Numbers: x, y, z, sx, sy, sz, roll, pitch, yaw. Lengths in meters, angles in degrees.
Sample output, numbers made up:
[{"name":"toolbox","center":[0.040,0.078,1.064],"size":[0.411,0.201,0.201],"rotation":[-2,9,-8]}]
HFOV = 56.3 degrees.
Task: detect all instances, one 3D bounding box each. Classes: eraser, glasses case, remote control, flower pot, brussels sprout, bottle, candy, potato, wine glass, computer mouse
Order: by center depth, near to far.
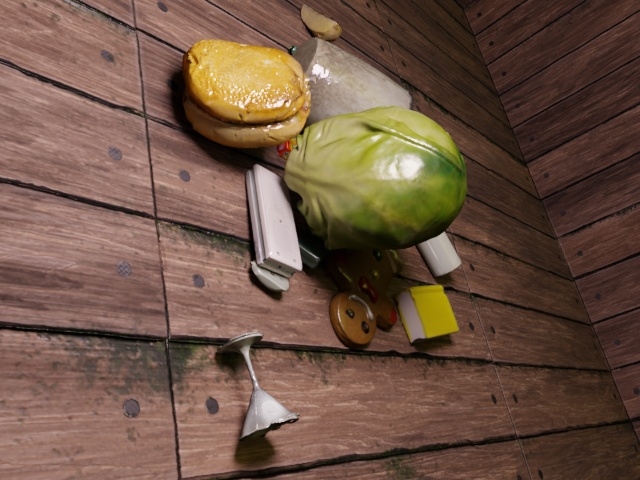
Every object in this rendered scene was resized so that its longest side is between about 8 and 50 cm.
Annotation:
[{"name":"wine glass","center":[-0.125,0.273,1.130],"size":[0.122,0.122,0.183],"rotation":[5,56,-52]},{"name":"computer mouse","center":[-0.120,0.082,1.340],"size":[0.110,0.032,0.056],"rotation":[36,24,-26]},{"name":"remote control","center":[-0.114,-0.048,1.409],"size":[0.103,0.055,0.277],"rotation":[26,41,-41]},{"name":"brussels sprout","center":[0.167,-0.145,1.442],"size":[0.425,0.361,0.343],"rotation":[-21,111,-35]},{"name":"glasses case","center":[0.000,0.000,1.523],"size":[0.077,0.039,0.184],"rotation":[34,36,9]},{"name":"candy","center":[-0.066,-0.246,1.654],"size":[0.122,0.038,0.062],"rotation":[24,48,-42]},{"name":"flower pot","center":[0.054,-0.397,1.711],"size":[0.330,0.293,0.294],"rotation":[31,43,-30]},{"name":"eraser","center":[0.319,0.216,1.788],"size":[0.226,0.069,0.158],"rotation":[3,63,-52]},{"name":"bottle","center":[0.367,-0.006,1.990],"size":[0.245,0.104,0.104],"rotation":[61,33,0]},{"name":"potato","center":[-0.006,-0.738,2.089],"size":[0.172,0.089,0.100],"rotation":[38,3,23]}]

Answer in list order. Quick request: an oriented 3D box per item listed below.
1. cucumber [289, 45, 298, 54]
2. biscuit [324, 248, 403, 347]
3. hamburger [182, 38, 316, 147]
[{"name":"cucumber","center":[-0.049,-0.579,1.930],"size":[0.168,0.039,0.039],"rotation":[37,40,-36]},{"name":"biscuit","center":[0.127,0.111,1.618],"size":[0.283,0.064,0.432],"rotation":[48,35,-18]},{"name":"hamburger","center":[-0.167,-0.347,1.404],"size":[0.314,0.170,0.290],"rotation":[5,52,-9]}]
